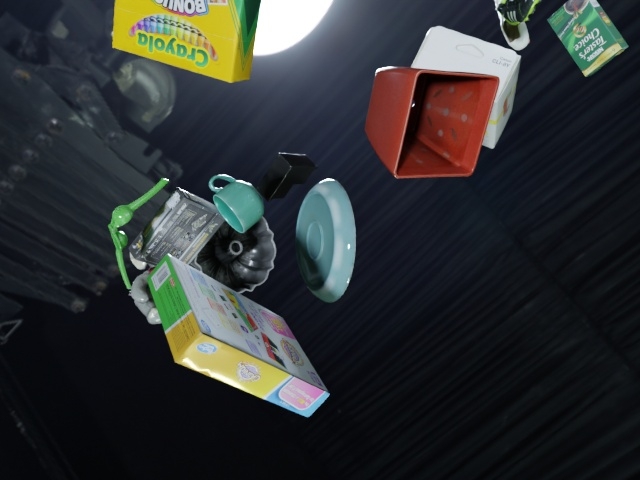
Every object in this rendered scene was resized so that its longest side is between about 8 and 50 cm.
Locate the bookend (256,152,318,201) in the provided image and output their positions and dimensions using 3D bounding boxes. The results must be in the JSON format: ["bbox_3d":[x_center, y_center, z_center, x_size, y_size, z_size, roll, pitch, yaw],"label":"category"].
[{"bbox_3d":[-0.114,-0.217,1.926,0.072,0.156,0.157,47,-151,20],"label":"bookend"}]

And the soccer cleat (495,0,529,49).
[{"bbox_3d":[0.516,-0.613,1.522,0.076,0.068,0.196,-4,-104,-46],"label":"soccer cleat"}]

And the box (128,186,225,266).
[{"bbox_3d":[-0.407,-0.023,1.610,0.056,0.231,0.183,47,-168,33],"label":"box"}]

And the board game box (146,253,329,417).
[{"bbox_3d":[-0.148,0.175,1.019,0.316,0.064,0.242,37,-172,-38],"label":"board game box"}]

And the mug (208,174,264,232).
[{"bbox_3d":[-0.221,-0.110,1.534,0.129,0.097,0.158,29,151,45],"label":"mug"}]

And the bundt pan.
[{"bbox_3d":[-0.329,0.032,2.018,0.330,0.124,0.331,7,-102,-34],"label":"bundt pan"}]

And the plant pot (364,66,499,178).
[{"bbox_3d":[0.266,-0.336,1.487,0.267,0.267,0.236,-5,-150,-28],"label":"plant pot"}]

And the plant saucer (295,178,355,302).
[{"bbox_3d":[0.000,0.000,1.433,0.043,0.318,0.318,1,-140,-24],"label":"plant saucer"}]

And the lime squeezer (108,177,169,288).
[{"bbox_3d":[-0.491,-0.025,1.430,0.058,0.311,0.110,26,-170,28],"label":"lime squeezer"}]

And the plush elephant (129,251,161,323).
[{"bbox_3d":[-0.563,0.130,2.036,0.329,0.256,0.271,21,-172,37],"label":"plush elephant"}]

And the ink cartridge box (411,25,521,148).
[{"bbox_3d":[0.448,-0.464,1.748,0.279,0.161,0.384,26,176,19],"label":"ink cartridge box"}]

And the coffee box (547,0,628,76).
[{"bbox_3d":[0.667,-0.520,1.402,0.040,0.113,0.184,-23,-100,-34],"label":"coffee box"}]

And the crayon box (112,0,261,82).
[{"bbox_3d":[-0.331,-0.595,1.388,0.362,0.313,0.106,20,-156,15],"label":"crayon box"}]

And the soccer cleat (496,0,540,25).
[{"bbox_3d":[0.443,-0.529,1.266,0.072,0.060,0.179,31,-169,-3],"label":"soccer cleat"}]
